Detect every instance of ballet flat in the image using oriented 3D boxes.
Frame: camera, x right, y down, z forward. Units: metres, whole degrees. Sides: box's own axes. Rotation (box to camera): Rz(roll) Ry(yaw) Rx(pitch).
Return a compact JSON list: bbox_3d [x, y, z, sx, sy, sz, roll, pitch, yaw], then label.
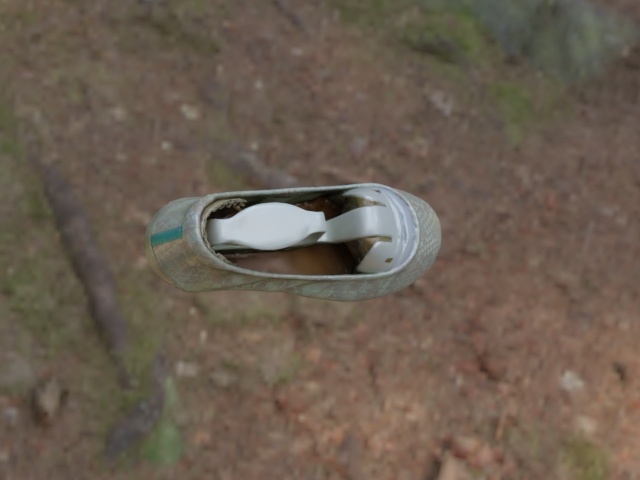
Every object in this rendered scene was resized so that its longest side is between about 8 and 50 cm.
[{"bbox_3d":[0.000,0.000,0.829,0.168,0.057,0.052,-6,-10,-35],"label":"ballet flat"}]
